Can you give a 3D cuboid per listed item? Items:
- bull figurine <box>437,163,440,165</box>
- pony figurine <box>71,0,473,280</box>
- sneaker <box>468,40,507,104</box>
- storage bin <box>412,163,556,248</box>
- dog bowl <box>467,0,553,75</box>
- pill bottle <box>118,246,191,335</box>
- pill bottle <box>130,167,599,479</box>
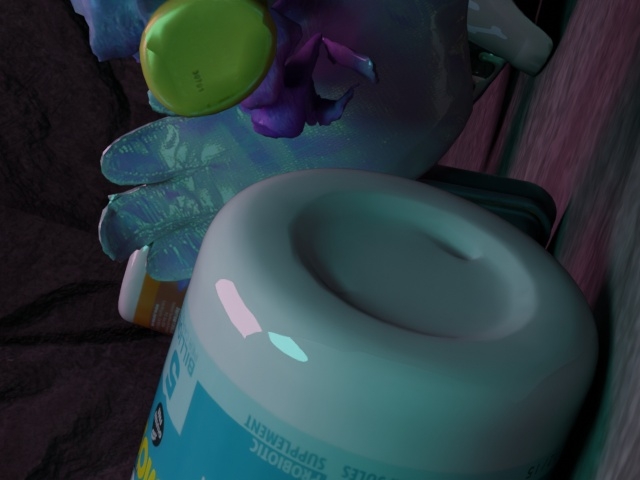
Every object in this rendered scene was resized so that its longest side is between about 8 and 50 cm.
[{"bbox_3d":[0.005,-0.096,1.220,0.101,0.310,0.188,-33,-2,-4],"label":"bull figurine"},{"bbox_3d":[0.012,-0.147,0.763,0.363,0.351,0.303,-71,-42,-75],"label":"pony figurine"},{"bbox_3d":[0.105,-0.181,1.455,0.147,0.130,0.330,92,-161,-54],"label":"sneaker"},{"bbox_3d":[0.049,0.044,0.898,0.091,0.098,0.135,-88,12,-44],"label":"storage bin"},{"bbox_3d":[0.135,-0.282,1.210,0.349,0.102,0.348,-164,90,-89],"label":"dog bowl"},{"bbox_3d":[-0.026,0.031,1.400,0.121,0.216,0.121,-162,90,-88],"label":"pill bottle"},{"bbox_3d":[-0.004,0.116,0.736,0.146,0.146,0.264,-74,1,-60],"label":"pill bottle"}]
